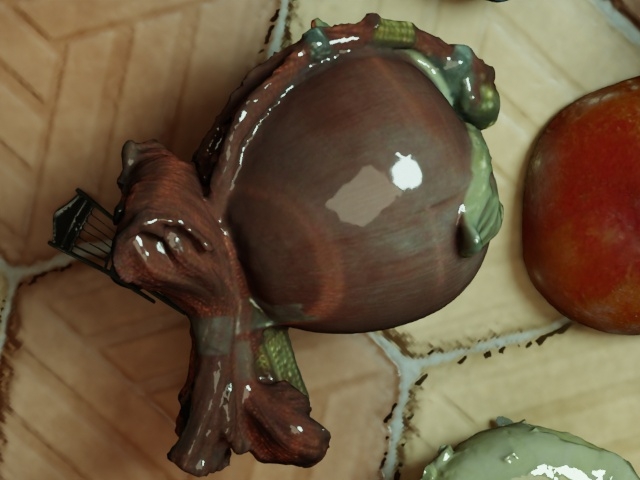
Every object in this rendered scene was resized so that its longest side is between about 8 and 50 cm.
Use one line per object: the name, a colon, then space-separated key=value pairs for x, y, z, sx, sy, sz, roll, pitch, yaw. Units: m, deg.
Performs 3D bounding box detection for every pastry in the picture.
pastry: x=0.116 y=0.177 z=1.005 sx=0.166 sy=0.088 sz=0.166 roll=0 pitch=97 yaw=-2

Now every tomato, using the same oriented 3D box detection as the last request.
tomato: x=0.189 y=-0.017 z=0.988 sx=0.156 sy=0.069 sz=0.155 roll=-1 pitch=98 yaw=-5

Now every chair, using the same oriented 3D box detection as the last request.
chair: x=-0.104 y=0.007 z=0.988 sx=0.086 sy=0.042 sz=0.037 roll=32 pitch=98 yaw=28

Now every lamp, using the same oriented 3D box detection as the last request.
lamp: x=0.001 y=-0.005 z=0.938 sx=0.223 sy=0.151 sz=0.215 roll=-19 pitch=114 yaw=4

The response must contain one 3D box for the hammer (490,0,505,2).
hammer: x=0.104 y=-0.229 z=0.952 sx=0.116 sy=0.069 sz=0.194 roll=31 pitch=90 yaw=-8
